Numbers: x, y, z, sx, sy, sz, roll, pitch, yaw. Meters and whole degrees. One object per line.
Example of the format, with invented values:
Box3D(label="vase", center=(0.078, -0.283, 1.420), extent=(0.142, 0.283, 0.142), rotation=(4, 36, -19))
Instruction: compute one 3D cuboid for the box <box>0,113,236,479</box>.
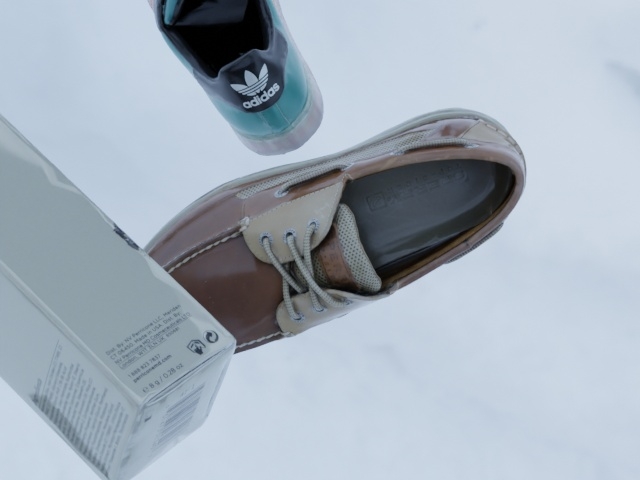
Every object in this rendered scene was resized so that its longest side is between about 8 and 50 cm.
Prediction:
Box3D(label="box", center=(-0.190, 0.028, 1.275), extent=(0.094, 0.275, 0.113), rotation=(-34, 160, -37))

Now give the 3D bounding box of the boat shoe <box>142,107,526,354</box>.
Box3D(label="boat shoe", center=(0.000, 0.000, 1.348), extent=(0.324, 0.116, 0.123), rotation=(-29, 104, -3))

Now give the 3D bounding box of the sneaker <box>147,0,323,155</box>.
Box3D(label="sneaker", center=(-0.093, -0.210, 1.603), extent=(0.108, 0.302, 0.121), rotation=(-33, 144, 0))
